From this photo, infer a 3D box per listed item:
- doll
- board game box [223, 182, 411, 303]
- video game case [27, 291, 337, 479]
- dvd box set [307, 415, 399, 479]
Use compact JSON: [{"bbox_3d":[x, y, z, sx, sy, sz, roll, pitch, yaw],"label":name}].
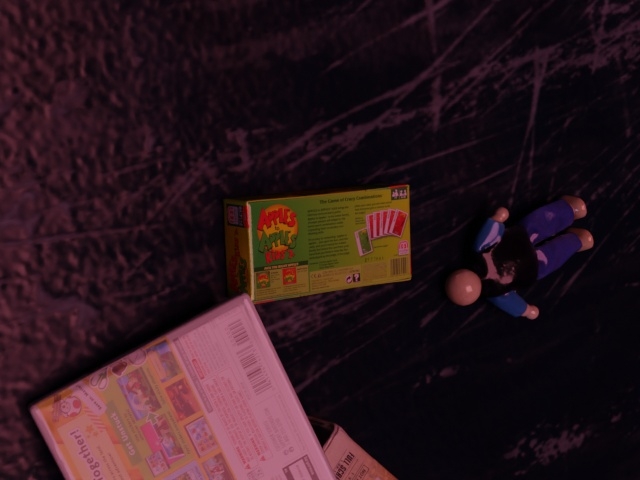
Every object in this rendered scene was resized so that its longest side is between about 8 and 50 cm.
[{"bbox_3d":[0.207,0.021,1.256,0.189,0.046,0.129,-25,108,-31],"label":"doll"},{"bbox_3d":[0.000,0.000,1.111,0.181,0.043,0.092,-7,99,-35],"label":"board game box"},{"bbox_3d":[-0.105,0.190,1.025,0.206,0.026,0.227,-28,100,-19],"label":"video game case"},{"bbox_3d":[0.048,0.411,1.179,0.420,0.062,0.307,44,70,-30],"label":"dvd box set"}]
